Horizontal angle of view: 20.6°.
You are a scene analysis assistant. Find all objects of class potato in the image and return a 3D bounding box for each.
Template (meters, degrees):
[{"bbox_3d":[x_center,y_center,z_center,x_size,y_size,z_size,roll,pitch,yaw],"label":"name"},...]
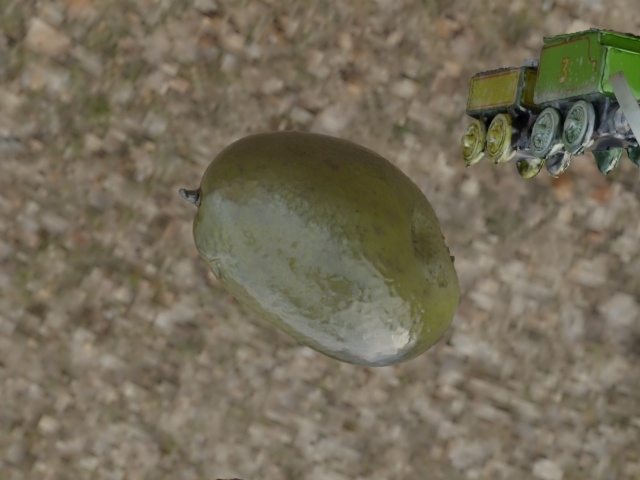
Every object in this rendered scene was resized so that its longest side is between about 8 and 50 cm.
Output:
[{"bbox_3d":[0.000,0.000,1.417,0.251,0.174,0.159,24,110,-21],"label":"potato"}]

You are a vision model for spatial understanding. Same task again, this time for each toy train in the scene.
[{"bbox_3d":[0.146,-0.083,1.086,0.060,0.081,0.202,11,176,-19],"label":"toy train"}]

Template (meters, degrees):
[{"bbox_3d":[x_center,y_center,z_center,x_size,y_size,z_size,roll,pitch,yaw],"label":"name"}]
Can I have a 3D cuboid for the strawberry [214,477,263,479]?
[{"bbox_3d":[-0.081,0.360,1.898,0.205,0.205,0.244,27,-179,-5],"label":"strawberry"}]

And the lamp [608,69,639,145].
[{"bbox_3d":[0.175,0.010,0.887,0.056,0.050,0.198,-23,103,13],"label":"lamp"}]
